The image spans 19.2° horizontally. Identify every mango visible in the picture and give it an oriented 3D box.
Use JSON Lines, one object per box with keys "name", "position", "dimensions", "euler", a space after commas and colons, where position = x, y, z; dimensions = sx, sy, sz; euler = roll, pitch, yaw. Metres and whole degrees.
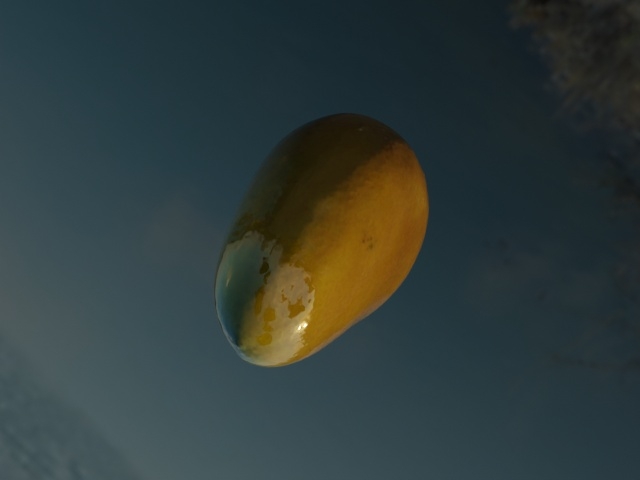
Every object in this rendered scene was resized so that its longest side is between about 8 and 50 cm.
{"name": "mango", "position": [0.002, -0.007, 1.473], "dimensions": [0.139, 0.254, 0.175], "euler": [13, 113, 14]}
